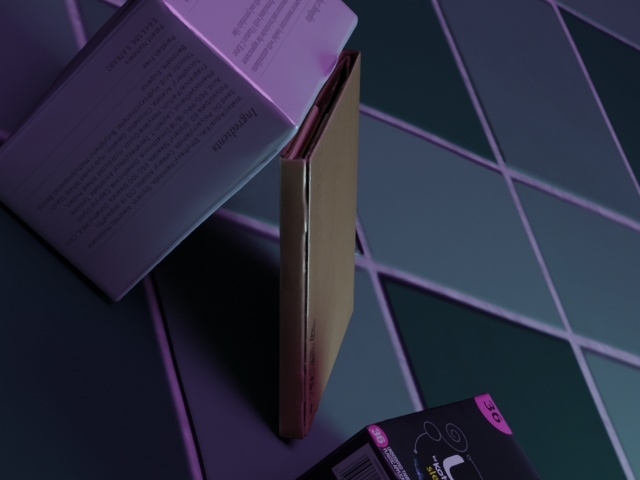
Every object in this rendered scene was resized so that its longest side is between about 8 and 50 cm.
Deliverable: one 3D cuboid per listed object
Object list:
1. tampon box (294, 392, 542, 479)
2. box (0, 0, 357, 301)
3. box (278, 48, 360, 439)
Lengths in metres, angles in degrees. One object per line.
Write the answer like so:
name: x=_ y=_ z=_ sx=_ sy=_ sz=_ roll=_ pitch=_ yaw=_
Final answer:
tampon box: x=0.063 y=0.177 z=1.211 sx=0.161 sy=0.101 sz=0.120 roll=-8 pitch=63 yaw=-58
box: x=-0.090 y=-0.090 z=1.227 sx=0.119 sy=0.182 sz=0.181 roll=43 pitch=29 yaw=-10
box: x=0.000 y=0.000 z=1.271 sx=0.021 sy=0.201 sz=0.164 roll=6 pitch=30 yaw=10
